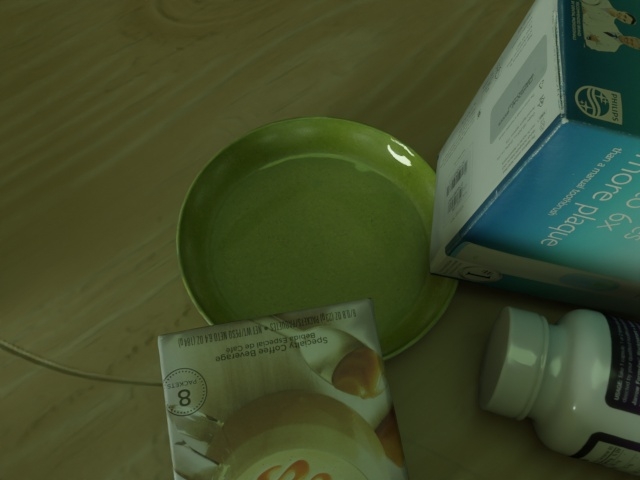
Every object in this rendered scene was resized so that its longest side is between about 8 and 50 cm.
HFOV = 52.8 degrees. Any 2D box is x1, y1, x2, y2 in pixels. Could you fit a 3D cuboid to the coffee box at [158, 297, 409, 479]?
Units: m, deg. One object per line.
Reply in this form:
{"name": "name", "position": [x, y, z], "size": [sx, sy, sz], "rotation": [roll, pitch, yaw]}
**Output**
{"name": "coffee box", "position": [-0.012, 0.175, 0.410], "size": [0.141, 0.098, 0.246], "rotation": [-10, 74, -6]}

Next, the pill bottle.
{"name": "pill bottle", "position": [0.220, 0.112, 0.469], "size": [0.194, 0.108, 0.108], "rotation": [15, 63, 5]}

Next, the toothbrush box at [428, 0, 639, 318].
{"name": "toothbrush box", "position": [0.255, -0.038, 0.467], "size": [0.296, 0.216, 0.126], "rotation": [12, 63, -7]}

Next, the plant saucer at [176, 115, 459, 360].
{"name": "plant saucer", "position": [0.000, 0.000, 0.556], "size": [0.241, 0.037, 0.241], "rotation": [1, 64, -2]}
